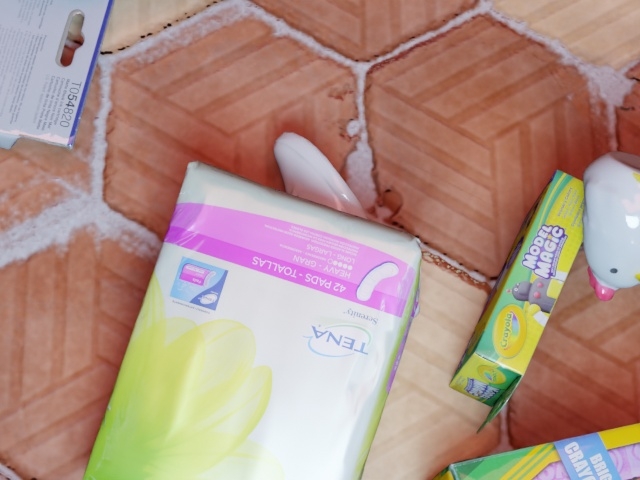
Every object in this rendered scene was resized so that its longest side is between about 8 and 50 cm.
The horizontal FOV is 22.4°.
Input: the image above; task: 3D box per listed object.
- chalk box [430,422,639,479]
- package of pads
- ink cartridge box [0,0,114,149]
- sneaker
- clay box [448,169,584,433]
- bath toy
[{"bbox_3d":[0.251,0.257,1.376,0.288,0.180,0.179,-11,74,-11],"label":"chalk box"},{"bbox_3d":[-0.049,0.107,1.402,0.229,0.101,0.297,19,85,2],"label":"package of pads"},{"bbox_3d":[-0.315,-0.202,1.531,0.223,0.045,0.223,14,70,-2],"label":"ink cartridge box"},{"bbox_3d":[0.000,0.000,1.490,0.094,0.080,0.212,-32,79,-3],"label":"sneaker"},{"bbox_3d":[0.179,0.059,1.459,0.053,0.127,0.222,27,70,3],"label":"clay box"},{"bbox_3d":[0.374,0.008,1.446,0.348,0.151,0.129,6,110,-30],"label":"bath toy"}]
